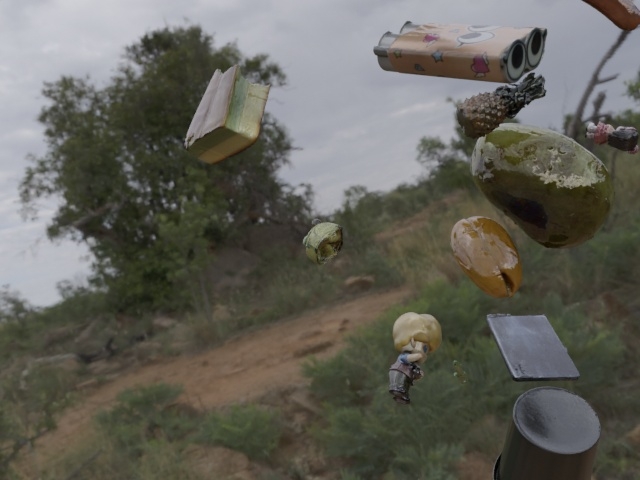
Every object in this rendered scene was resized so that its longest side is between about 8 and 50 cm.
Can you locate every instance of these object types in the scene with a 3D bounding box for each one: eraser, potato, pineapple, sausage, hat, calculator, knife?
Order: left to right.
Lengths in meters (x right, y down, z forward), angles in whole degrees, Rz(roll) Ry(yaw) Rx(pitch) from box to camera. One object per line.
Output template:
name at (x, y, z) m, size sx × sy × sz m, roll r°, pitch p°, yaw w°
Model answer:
hat at (0.000, 0.000, 1.275) m, size 0.076 × 0.059 × 0.077 m, roll -44°, pitch -26°, yaw -28°
eraser at (0.267, -0.370, 1.334) m, size 0.290 × 0.087 × 0.171 m, roll 18°, pitch 40°, yaw 40°
knife at (0.373, 0.356, 1.840) m, size 0.030 × 0.014 × 0.207 m, roll -21°, pitch -31°, yaw 9°
pineapple at (0.307, -0.231, 1.146) m, size 0.159 × 0.074 × 0.074 m, roll -27°, pitch 2°, yaw -8°
calculator at (0.509, 0.256, 1.658) m, size 0.161 × 0.021 × 0.261 m, roll 0°, pitch 27°, yaw -1°
potato at (0.440, -0.114, 1.370) m, size 0.173 × 0.307 × 0.210 m, roll -56°, pitch 0°, yaw -38°
sausage at (0.403, -0.367, 1.022) m, size 0.177 × 0.047 × 0.040 m, roll 27°, pitch -3°, yaw -9°

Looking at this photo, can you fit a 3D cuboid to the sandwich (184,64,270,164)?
sandwich at (-0.221, -0.295, 1.590) m, size 0.108 × 0.186 × 0.220 m, roll 22°, pitch -23°, yaw -31°

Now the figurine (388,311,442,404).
figurine at (0.194, 0.241, 1.441) m, size 0.108 × 0.114 × 0.196 m, roll -5°, pitch 48°, yaw 30°

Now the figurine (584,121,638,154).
figurine at (0.727, -0.254, 1.707) m, size 0.129 × 0.072 × 0.054 m, roll 17°, pitch 42°, yaw 28°

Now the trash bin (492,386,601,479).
trash bin at (0.489, 0.494, 1.487) m, size 0.214 × 0.334 × 0.214 m, roll 0°, pitch 37°, yaw 0°

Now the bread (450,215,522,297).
bread at (0.324, 0.024, 1.334) m, size 0.114 × 0.189 × 0.077 m, roll -20°, pitch -35°, yaw -8°

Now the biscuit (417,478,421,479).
biscuit at (0.154, 0.484, 1.210) m, size 0.141 × 0.038 × 0.290 m, roll -38°, pitch -9°, yaw -10°
